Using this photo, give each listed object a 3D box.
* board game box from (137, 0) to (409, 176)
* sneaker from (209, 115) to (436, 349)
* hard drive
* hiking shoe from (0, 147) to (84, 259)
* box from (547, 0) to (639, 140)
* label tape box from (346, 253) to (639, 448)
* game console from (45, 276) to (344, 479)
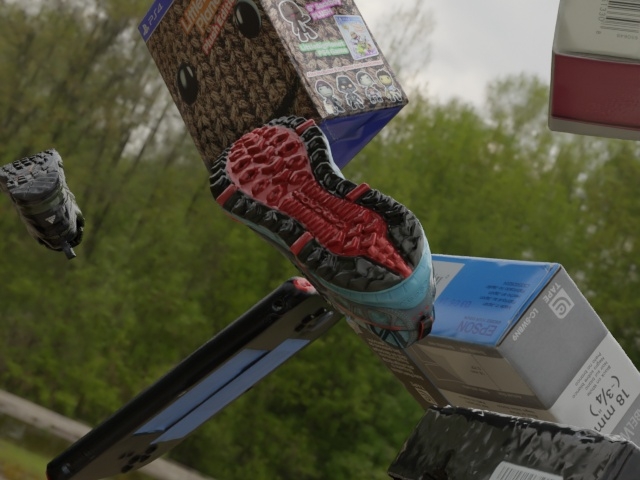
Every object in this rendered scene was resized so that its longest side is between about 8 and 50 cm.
[{"bbox_3d":[-0.066,-0.218,1.409,0.141,0.291,0.232,-15,-19,-40],"label":"board game box"},{"bbox_3d":[0.000,0.000,0.916,0.262,0.104,0.125,47,-12,47],"label":"sneaker"},{"bbox_3d":[0.219,0.217,0.653,0.339,0.064,0.237,39,-14,-11],"label":"hard drive"},{"bbox_3d":[-0.341,-0.041,1.410,0.227,0.086,0.114,-134,-156,-70],"label":"hiking shoe"},{"bbox_3d":[0.335,-0.226,1.319,0.126,0.149,0.232,9,-13,13],"label":"box"},{"bbox_3d":[0.213,0.164,1.133,0.334,0.106,0.240,49,-21,-23],"label":"label tape box"},{"bbox_3d":[-0.138,0.180,1.461,0.060,0.386,0.342,53,5,7],"label":"game console"}]
